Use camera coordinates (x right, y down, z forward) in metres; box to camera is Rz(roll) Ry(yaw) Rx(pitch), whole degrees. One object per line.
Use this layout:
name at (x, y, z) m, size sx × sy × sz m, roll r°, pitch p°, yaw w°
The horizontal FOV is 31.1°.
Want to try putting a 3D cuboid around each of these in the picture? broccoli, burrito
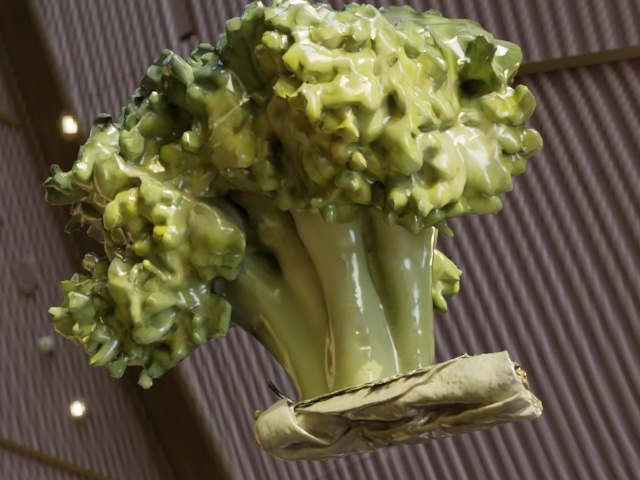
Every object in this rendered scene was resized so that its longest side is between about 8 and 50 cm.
broccoli at (0.011, -0.002, 0.790) m, size 0.348 × 0.293 × 0.281 m, roll -24°, pitch -117°, yaw 29°
burrito at (0.039, 0.101, 0.665) m, size 0.185 × 0.045 × 0.041 m, roll -20°, pitch -136°, yaw 32°
